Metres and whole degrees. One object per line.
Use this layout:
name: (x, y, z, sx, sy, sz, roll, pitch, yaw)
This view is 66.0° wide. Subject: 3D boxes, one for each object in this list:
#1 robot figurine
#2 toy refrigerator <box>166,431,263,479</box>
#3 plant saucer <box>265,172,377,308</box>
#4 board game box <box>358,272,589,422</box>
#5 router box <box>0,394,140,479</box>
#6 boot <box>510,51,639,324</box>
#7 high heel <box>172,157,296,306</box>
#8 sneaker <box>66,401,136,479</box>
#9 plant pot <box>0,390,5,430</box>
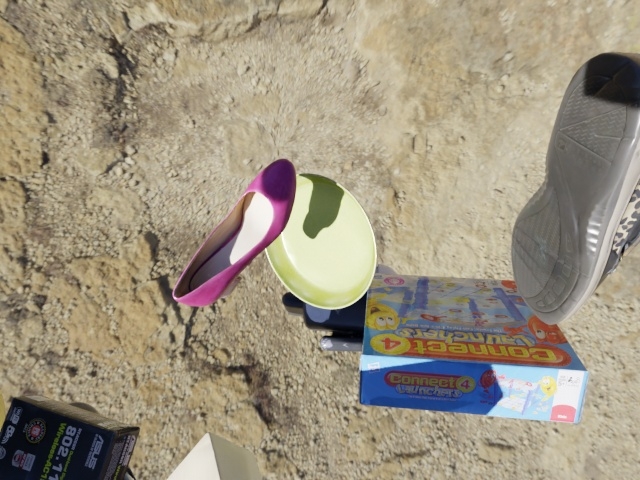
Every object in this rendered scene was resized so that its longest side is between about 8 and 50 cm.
robot figurine: (0.056, 0.132, 1.148, 0.279, 0.173, 0.208, 3, 104, 7)
toy refrigerator: (-0.104, 0.360, 0.569, 0.094, 0.269, 0.102, 40, 89, -28)
plant saucer: (0.000, 0.000, 0.850, 0.241, 0.037, 0.240, 15, 115, 33)
board game box: (0.225, 0.157, 0.821, 0.309, 0.302, 0.086, 2, 109, 6)
router box: (-0.199, 0.186, 0.360, 0.092, 0.038, 0.122, 11, 76, 13)
boot: (0.407, -0.062, 0.606, 0.285, 0.138, 0.377, -15, 131, -12)
high heel: (-0.120, -0.014, 0.696, 0.082, 0.117, 0.244, 39, 100, 15)
sneaker: (-0.360, 0.376, 0.781, 0.126, 0.321, 0.127, 26, 114, -42)
plant pot: (-0.641, 0.262, 0.720, 0.254, 0.239, 0.253, 6, 57, -10)
